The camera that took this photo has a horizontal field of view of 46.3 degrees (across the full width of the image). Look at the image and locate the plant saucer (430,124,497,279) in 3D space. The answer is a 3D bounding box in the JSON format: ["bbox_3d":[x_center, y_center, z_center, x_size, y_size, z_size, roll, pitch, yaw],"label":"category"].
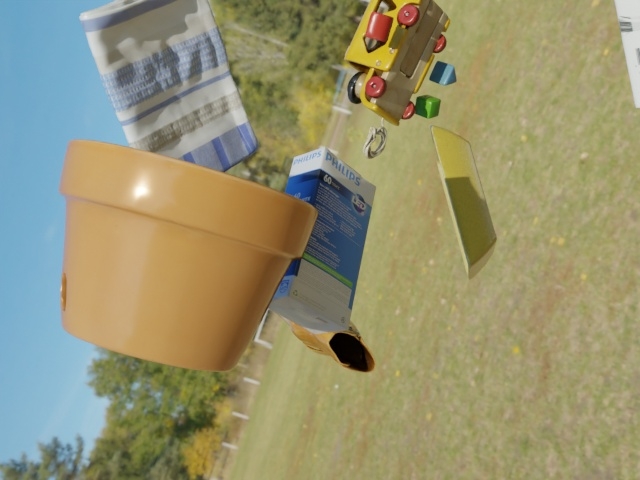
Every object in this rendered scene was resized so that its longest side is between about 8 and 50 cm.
[{"bbox_3d":[0.345,-0.087,1.771,0.333,0.081,0.332,37,-141,-77],"label":"plant saucer"}]

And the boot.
[{"bbox_3d":[0.044,0.213,1.513,0.211,0.295,0.104,32,87,45],"label":"boot"}]

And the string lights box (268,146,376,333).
[{"bbox_3d":[0.000,0.000,1.171,0.077,0.133,0.259,-14,53,42],"label":"string lights box"}]

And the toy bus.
[{"bbox_3d":[0.085,-0.242,1.006,0.202,0.104,0.190,-36,-43,-32],"label":"toy bus"}]

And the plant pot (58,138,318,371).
[{"bbox_3d":[-0.166,0.025,0.850,0.291,0.291,0.203,135,149,-85],"label":"plant pot"}]

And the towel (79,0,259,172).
[{"bbox_3d":[-0.195,-0.209,1.033,0.209,0.034,0.284,-38,-58,-39],"label":"towel"}]

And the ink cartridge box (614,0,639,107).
[{"bbox_3d":[0.442,-0.276,0.891,0.086,0.148,0.203,-32,-69,-45],"label":"ink cartridge box"}]
